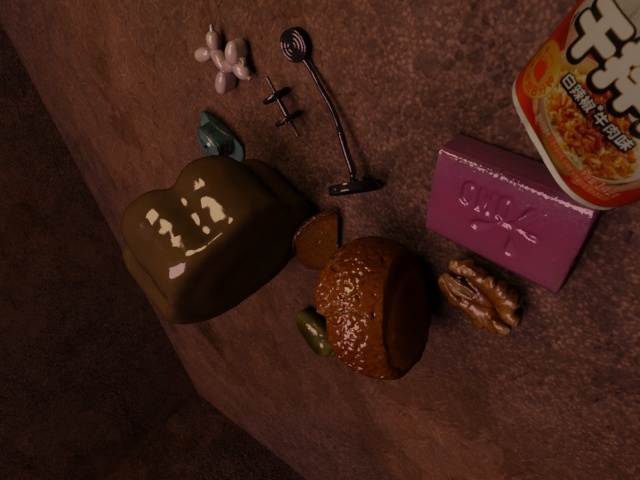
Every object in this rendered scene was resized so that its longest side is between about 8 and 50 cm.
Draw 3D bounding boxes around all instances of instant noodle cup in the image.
[{"bbox_3d":[0.367,-0.185,0.409,0.293,0.294,0.308,50,154,6],"label":"instant noodle cup"}]

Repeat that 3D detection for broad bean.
[{"bbox_3d":[-0.008,0.299,1.453,0.174,0.082,0.124,47,147,28],"label":"broad bean"}]

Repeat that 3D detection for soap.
[{"bbox_3d":[0.308,-0.049,0.751,0.260,0.081,0.181,32,140,30],"label":"soap"}]

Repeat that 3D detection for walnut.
[{"bbox_3d":[0.318,0.103,0.886,0.170,0.069,0.142,43,146,18],"label":"walnut"}]

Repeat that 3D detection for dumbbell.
[{"bbox_3d":[-0.085,-0.299,1.015,0.069,0.069,0.147,-13,109,54],"label":"dumbbell"}]

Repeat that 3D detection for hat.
[{"bbox_3d":[-0.307,-0.283,1.289,0.191,0.078,0.138,38,141,22],"label":"hat"}]

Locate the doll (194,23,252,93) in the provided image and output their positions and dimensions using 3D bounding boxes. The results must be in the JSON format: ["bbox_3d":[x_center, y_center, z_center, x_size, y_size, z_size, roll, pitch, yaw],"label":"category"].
[{"bbox_3d":[-0.225,-0.430,1.079,0.161,0.059,0.160,57,147,-3],"label":"doll"}]

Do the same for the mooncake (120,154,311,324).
[{"bbox_3d":[-0.258,-0.008,1.160,0.262,0.467,0.467,50,147,18],"label":"mooncake"}]

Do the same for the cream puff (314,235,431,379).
[{"bbox_3d":[0.106,0.138,0.971,0.212,0.303,0.302,-1,120,37],"label":"cream puff"}]

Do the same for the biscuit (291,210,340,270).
[{"bbox_3d":[-0.011,0.007,1.163,0.025,0.126,0.206,-103,9,-46],"label":"biscuit"}]

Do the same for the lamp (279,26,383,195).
[{"bbox_3d":[0.006,-0.248,0.916,0.130,0.109,0.370,-6,115,48],"label":"lamp"}]
